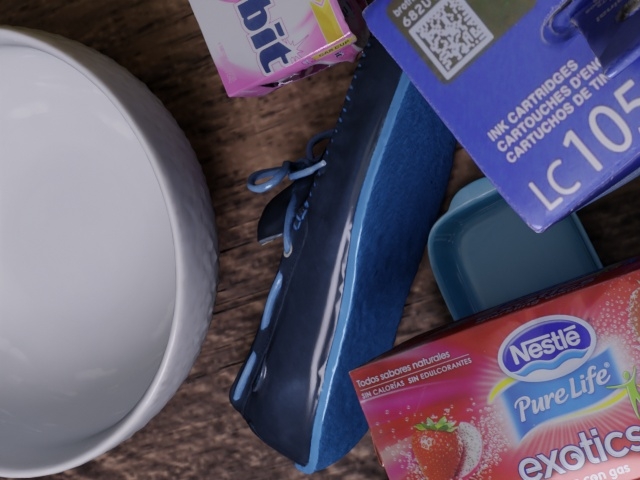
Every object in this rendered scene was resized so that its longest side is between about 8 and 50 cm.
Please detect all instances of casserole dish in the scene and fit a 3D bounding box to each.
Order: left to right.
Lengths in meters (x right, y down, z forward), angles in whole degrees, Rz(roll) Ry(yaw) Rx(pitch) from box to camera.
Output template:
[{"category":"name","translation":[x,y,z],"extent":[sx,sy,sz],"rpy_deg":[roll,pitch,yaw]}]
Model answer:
[{"category":"casserole dish","translation":[0.152,0.043,0.949],"extent":[0.114,0.037,0.188],"rpy_deg":[-27,85,24]}]

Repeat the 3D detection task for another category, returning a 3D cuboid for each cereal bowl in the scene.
[{"category":"cereal bowl","translation":[-0.221,0.004,1.047],"extent":[0.339,0.141,0.339],"rpy_deg":[3,97,23]}]

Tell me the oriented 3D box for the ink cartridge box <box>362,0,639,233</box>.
[{"category":"ink cartridge box","translation":[0.198,-0.151,0.709],"extent":[0.270,0.395,0.151],"rpy_deg":[-41,80,22]}]

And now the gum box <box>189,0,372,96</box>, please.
[{"category":"gum box","translation":[-0.043,-0.203,0.989],"extent":[0.107,0.062,0.188],"rpy_deg":[-24,87,24]}]

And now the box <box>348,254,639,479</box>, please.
[{"category":"box","translation":[0.166,0.088,0.858],"extent":[0.256,0.128,0.123],"rpy_deg":[-22,87,23]}]

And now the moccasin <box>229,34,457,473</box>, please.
[{"category":"moccasin","translation":[0.000,0.000,0.956],"extent":[0.116,0.137,0.342],"rpy_deg":[25,105,28]}]
